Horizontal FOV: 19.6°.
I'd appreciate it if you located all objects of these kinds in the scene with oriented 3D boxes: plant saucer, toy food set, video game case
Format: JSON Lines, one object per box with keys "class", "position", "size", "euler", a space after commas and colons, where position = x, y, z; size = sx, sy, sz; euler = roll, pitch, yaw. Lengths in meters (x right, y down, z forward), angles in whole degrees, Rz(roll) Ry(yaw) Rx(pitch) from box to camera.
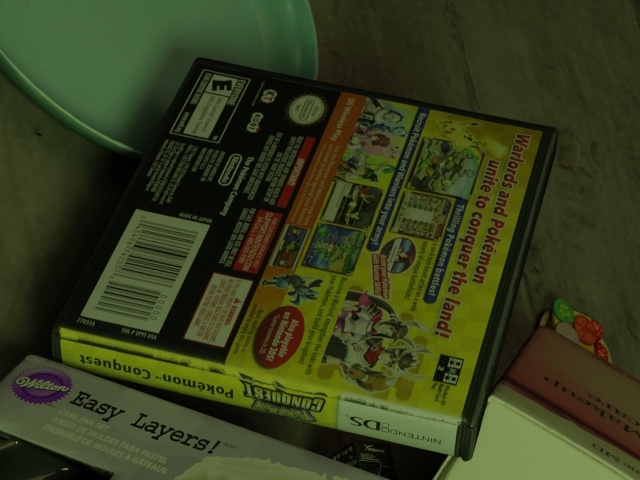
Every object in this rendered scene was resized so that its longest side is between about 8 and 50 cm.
{"class": "plant saucer", "position": [-0.138, -0.180, 1.296], "size": [0.317, 0.043, 0.318], "euler": [24, 49, -30]}
{"class": "toy food set", "position": [0.201, 0.087, 1.444], "size": [0.082, 0.020, 0.083], "euler": [24, 48, -30]}
{"class": "video game case", "position": [0.000, 0.000, 1.132], "size": [0.248, 0.035, 0.275], "euler": [12, 43, 10]}

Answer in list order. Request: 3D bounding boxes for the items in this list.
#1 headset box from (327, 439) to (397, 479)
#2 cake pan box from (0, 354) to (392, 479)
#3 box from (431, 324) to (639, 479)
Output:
{"class": "headset box", "position": [0.022, 0.178, 1.177], "size": [0.032, 0.062, 0.083], "euler": [13, 55, -37]}
{"class": "cake pan box", "position": [-0.112, 0.179, 0.943], "size": [0.267, 0.070, 0.246], "euler": [18, 35, 21]}
{"class": "box", "position": [0.155, 0.160, 1.177], "size": [0.148, 0.127, 0.232], "euler": [32, 14, 8]}
